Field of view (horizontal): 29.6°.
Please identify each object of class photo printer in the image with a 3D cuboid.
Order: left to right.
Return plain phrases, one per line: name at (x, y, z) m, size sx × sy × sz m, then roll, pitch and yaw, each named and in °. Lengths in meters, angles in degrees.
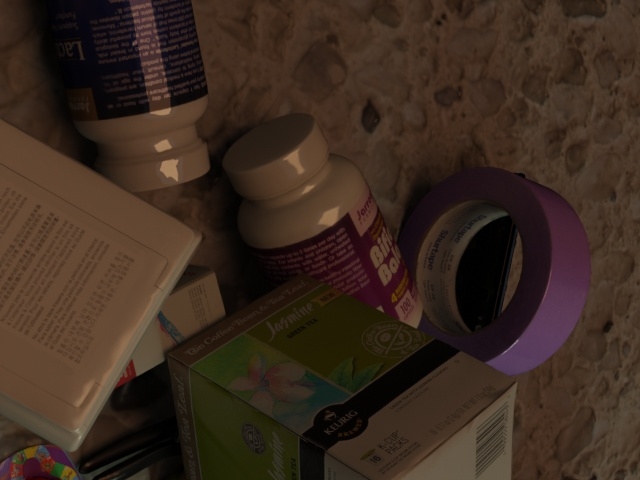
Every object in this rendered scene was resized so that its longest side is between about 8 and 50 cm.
photo printer at (-0.309, 0.024, 1.187) m, size 0.308 × 0.107 × 0.256 m, roll 29°, pitch 71°, yaw -3°

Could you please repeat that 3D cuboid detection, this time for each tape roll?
tape roll at (0.224, 0.043, 1.631) m, size 0.090 × 0.275 × 0.274 m, roll 16°, pitch 84°, yaw -41°

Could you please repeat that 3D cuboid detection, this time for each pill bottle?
pill bottle at (-0.203, -0.193, 1.303) m, size 0.153 × 0.153 × 0.264 m, roll -22°, pitch 109°, yaw -38°
pill bottle at (0.000, 0.000, 1.497) m, size 0.169 × 0.169 × 0.301 m, roll -45°, pitch 123°, yaw -29°

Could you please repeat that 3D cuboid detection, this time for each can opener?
can opener at (-0.199, 0.240, 1.427) m, size 0.186 × 0.059 × 0.073 m, roll -19°, pitch 135°, yaw -29°

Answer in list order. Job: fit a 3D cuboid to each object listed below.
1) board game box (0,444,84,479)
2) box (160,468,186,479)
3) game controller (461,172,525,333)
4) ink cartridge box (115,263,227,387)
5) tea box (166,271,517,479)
board game box at (-0.306, 0.313, 1.350) m, size 0.133 × 0.033 × 0.168 m, roll -41°, pitch 121°, yaw -31°
box at (-0.120, 0.319, 1.513) m, size 0.179 × 0.043 × 0.105 m, roll -19°, pitch 107°, yaw -37°
game controller at (0.257, 0.061, 1.769) m, size 0.166 × 0.067 × 0.319 m, roll 24°, pitch 78°, yaw -70°
ink cartridge box at (-0.210, 0.091, 1.346) m, size 0.175 × 0.127 × 0.072 m, roll -27°, pitch 112°, yaw -37°
tea box at (0.025, 0.265, 1.345) m, size 0.220 × 0.324 × 0.329 m, roll -32°, pitch 132°, yaw -37°
